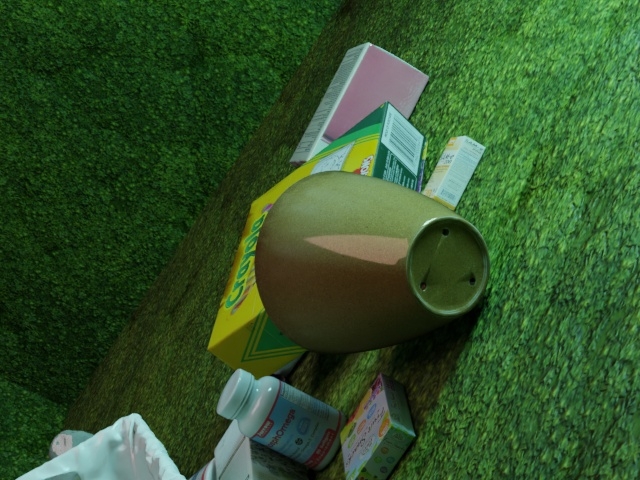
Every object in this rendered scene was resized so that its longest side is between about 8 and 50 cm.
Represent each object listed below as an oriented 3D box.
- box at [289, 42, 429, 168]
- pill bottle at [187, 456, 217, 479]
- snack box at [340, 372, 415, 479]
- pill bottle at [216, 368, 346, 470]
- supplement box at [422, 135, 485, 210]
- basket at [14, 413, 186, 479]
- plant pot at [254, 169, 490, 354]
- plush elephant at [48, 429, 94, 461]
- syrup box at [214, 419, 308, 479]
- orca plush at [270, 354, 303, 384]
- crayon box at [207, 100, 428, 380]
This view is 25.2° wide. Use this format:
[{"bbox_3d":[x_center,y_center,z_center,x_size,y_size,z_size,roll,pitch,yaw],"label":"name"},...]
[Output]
[{"bbox_3d":[0.065,-0.204,2.449,0.232,0.127,0.148,-63,13,-4],"label":"box"},{"bbox_3d":[-0.149,0.381,2.087,0.180,0.108,0.108,-46,20,53],"label":"pill bottle"},{"bbox_3d":[0.066,0.232,1.710,0.100,0.037,0.141,-59,13,16],"label":"snack box"},{"bbox_3d":[-0.052,0.234,1.894,0.087,0.160,0.087,-57,13,21],"label":"pill bottle"},{"bbox_3d":[0.180,-0.091,1.954,0.098,0.036,0.062,-63,13,-6],"label":"supplement box"},{"bbox_3d":[-0.276,0.442,1.783,0.328,0.266,0.331,-32,19,-10],"label":"basket"},{"bbox_3d":[0.081,0.029,1.726,0.254,0.237,0.237,0,62,61],"label":"plant pot"},{"bbox_3d":[-0.403,0.484,2.540,0.271,0.255,0.330,-66,13,-18],"label":"plush elephant"},{"bbox_3d":[-0.077,0.328,1.906,0.096,0.093,0.237,-58,18,19],"label":"syrup box"},{"bbox_3d":[-0.072,0.155,2.280,0.287,0.102,0.151,-38,27,61],"label":"orca plush"},{"bbox_3d":[0.000,0.000,2.149,0.313,0.106,0.363,-35,25,31],"label":"crayon box"}]
